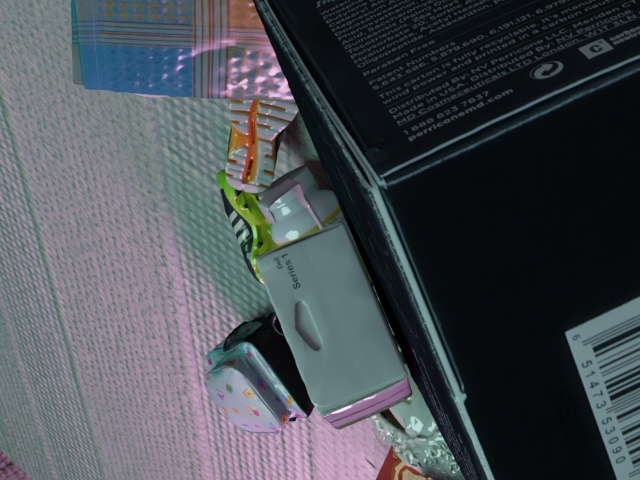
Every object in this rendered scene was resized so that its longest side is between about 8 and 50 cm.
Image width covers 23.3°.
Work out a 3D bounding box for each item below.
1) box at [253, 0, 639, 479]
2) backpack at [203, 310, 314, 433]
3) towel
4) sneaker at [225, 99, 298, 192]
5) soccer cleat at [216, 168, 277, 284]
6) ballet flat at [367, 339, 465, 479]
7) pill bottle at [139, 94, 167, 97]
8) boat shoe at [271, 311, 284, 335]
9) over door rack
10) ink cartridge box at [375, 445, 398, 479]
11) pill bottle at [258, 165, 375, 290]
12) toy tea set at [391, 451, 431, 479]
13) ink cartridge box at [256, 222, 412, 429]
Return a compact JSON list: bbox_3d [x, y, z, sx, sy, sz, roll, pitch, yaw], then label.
[{"bbox_3d":[0.186,-0.004,1.289,0.472,0.297,0.480,-119,5,-61],"label":"box"},{"bbox_3d":[-0.092,0.208,2.365,0.166,0.144,0.188,50,157,-12],"label":"backpack"},{"bbox_3d":[-0.077,-0.236,1.623,0.271,0.370,0.040,102,169,-57],"label":"towel"},{"bbox_3d":[-0.074,-0.161,1.935,0.084,0.083,0.215,16,132,-6],"label":"sneaker"},{"bbox_3d":[-0.098,-0.022,2.180,0.072,0.060,0.179,27,140,55],"label":"soccer cleat"},{"bbox_3d":[0.108,0.197,1.964,0.409,0.147,0.147,20,142,60],"label":"ballet flat"},{"bbox_3d":[-0.162,-0.281,1.778,0.161,0.161,0.283,52,155,-2],"label":"pill bottle"},{"bbox_3d":[-0.002,0.097,2.152,0.080,0.076,0.228,57,153,-13],"label":"boat shoe"},{"bbox_3d":[0.113,0.038,1.832,0.239,0.108,0.324,20,161,45],"label":"over door rack"},{"bbox_3d":[0.139,0.453,2.203,0.296,0.261,0.066,25,-177,41],"label":"ink cartridge box"},{"bbox_3d":[0.000,0.000,1.994,0.184,0.103,0.103,57,153,-13],"label":"pill bottle"},{"bbox_3d":[0.246,0.343,2.087,0.336,0.124,0.200,49,124,11],"label":"toy tea set"},{"bbox_3d":[0.017,0.087,1.481,0.219,0.092,0.160,70,177,-80],"label":"ink cartridge box"}]
